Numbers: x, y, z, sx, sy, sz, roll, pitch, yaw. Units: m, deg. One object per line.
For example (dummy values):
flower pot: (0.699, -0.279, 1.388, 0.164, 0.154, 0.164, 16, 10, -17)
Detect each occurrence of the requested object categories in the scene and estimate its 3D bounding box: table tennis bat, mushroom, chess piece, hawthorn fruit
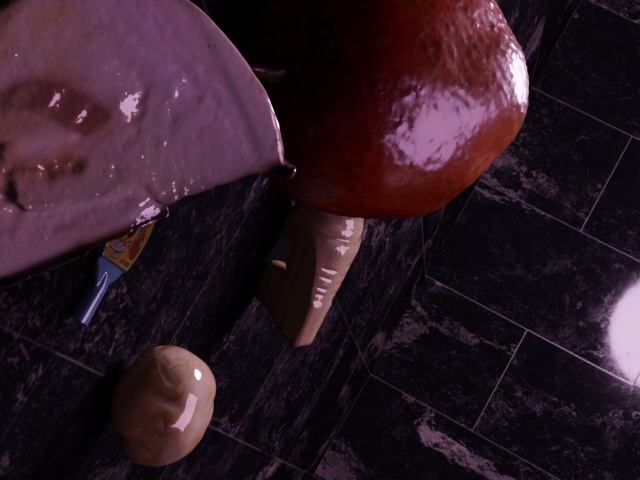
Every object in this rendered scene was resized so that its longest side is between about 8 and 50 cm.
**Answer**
table tennis bat: (-0.194, 0.010, 1.140, 0.155, 0.019, 0.100, -62, 169, -10)
mushroom: (-0.182, 0.188, 1.366, 0.148, 0.112, 0.148, -58, 165, -25)
chess piece: (0.000, 0.000, 1.660, 0.300, 0.137, 0.137, -66, 167, 18)
hawthorn fruit: (0.032, -0.161, 1.178, 0.369, 0.285, 0.284, -4, 125, -49)
mushroom: (-0.169, -0.097, 0.804, 0.236, 0.173, 0.162, -23, -157, -9)
